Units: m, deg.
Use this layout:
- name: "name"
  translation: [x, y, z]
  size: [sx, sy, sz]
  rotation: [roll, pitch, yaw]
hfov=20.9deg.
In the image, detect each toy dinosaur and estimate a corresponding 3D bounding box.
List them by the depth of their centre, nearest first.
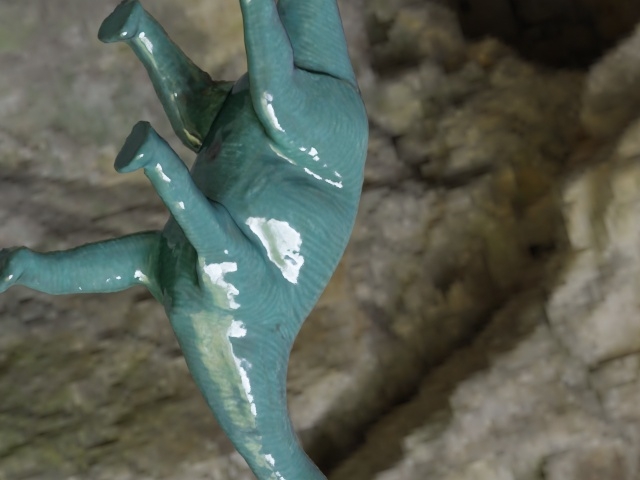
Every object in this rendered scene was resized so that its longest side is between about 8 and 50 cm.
- name: "toy dinosaur"
  translation: [0.000, 0.000, 1.028]
  size: [0.331, 0.383, 0.129]
  rotation: [40, -24, -31]
